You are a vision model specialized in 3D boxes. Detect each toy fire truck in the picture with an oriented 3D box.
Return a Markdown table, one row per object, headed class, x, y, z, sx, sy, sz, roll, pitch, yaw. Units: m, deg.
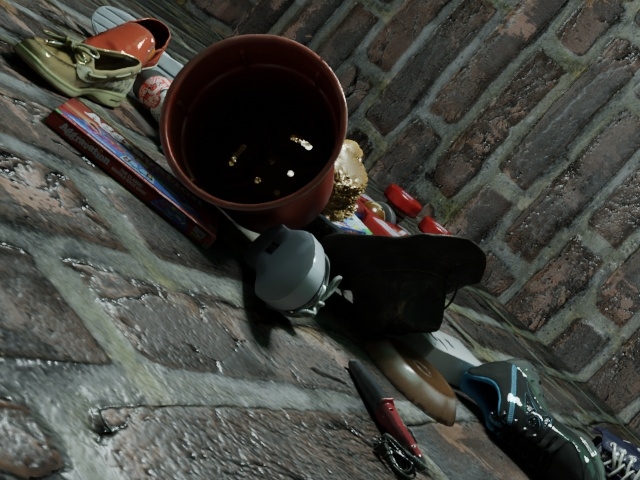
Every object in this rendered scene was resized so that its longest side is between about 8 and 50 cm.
| class | x | y | z | sx | sy | sz | roll | pitch | yaw |
| --- | --- | --- | --- | --- | --- | --- | --- | --- | --- |
| toy fire truck | 0.163 | -0.021 | 2.319 | 0.302 | 0.169 | 0.254 | 45 | 11 | 25 |

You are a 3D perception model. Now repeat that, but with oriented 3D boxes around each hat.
| class | x | y | z | sx | sy | sz | roll | pitch | yaw |
| --- | --- | --- | --- | --- | --- | --- | --- | --- | --- |
| hat | 0.124 | 0.095 | 1.647 | 0.331 | 0.331 | 0.134 | 30 | 57 | -50 |

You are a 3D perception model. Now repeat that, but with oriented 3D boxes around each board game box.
| class | x | y | z | sx | sy | sz | roll | pitch | yaw |
| --- | --- | --- | --- | --- | --- | --- | --- | --- | --- |
| board game box | 0.011 | -0.061 | 2.165 | 0.136 | 0.035 | 0.201 | 12 | 23 | -34 |
| board game box | -0.263 | -0.100 | 1.429 | 0.281 | 0.027 | 0.145 | 39 | 9 | -12 |

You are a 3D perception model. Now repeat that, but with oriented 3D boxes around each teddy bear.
| class | x | y | z | sx | sy | sz | roll | pitch | yaw |
| --- | --- | --- | --- | --- | --- | --- | --- | --- | --- |
| teddy bear | -0.071 | -0.128 | 1.802 | 0.338 | 0.113 | 0.245 | -15 | 80 | -44 |

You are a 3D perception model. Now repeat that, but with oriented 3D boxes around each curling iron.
| class | x | y | z | sx | sy | sz | roll | pitch | yaw |
| --- | --- | --- | --- | --- | --- | --- | --- | --- | --- |
| curling iron | 0.080 | 0.224 | 1.313 | 0.068 | 0.035 | 0.274 | 38 | 11 | -22 |

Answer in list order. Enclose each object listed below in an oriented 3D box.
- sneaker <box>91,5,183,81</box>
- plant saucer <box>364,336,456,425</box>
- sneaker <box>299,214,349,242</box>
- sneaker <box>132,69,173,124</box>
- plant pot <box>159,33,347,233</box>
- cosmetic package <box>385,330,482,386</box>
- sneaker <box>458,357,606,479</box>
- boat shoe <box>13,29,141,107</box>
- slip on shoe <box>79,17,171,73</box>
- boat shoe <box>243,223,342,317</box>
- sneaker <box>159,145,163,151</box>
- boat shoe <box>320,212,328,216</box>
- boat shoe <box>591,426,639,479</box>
| class | x | y | z | sx | sy | sz | roll | pitch | yaw |
| --- | --- | --- | --- | --- | --- | --- | --- | --- | --- |
| sneaker | -0.384 | -0.391 | 2.110 | 0.258 | 0.094 | 0.091 | 43 | -12 | -7 |
| plant saucer | 0.158 | 0.222 | 1.629 | 0.198 | 0.036 | 0.198 | 40 | 11 | -9 |
| sneaker | 0.000 | 0.000 | 1.893 | 0.118 | 0.083 | 0.222 | 29 | 5 | -35 |
| sneaker | -0.235 | -0.228 | 1.920 | 0.270 | 0.090 | 0.145 | 24 | 20 | -50 |
| plant pot | -0.088 | -0.137 | 1.539 | 0.272 | 0.272 | 0.265 | 44 | -8 | 14 |
| cosmetic package | 0.222 | 0.211 | 1.848 | 0.099 | 0.060 | 0.239 | 50 | 13 | 35 |
| sneaker | 0.368 | 0.350 | 1.750 | 0.140 | 0.125 | 0.341 | 2 | 34 | -31 |
| boat shoe | -0.384 | -0.287 | 1.581 | 0.104 | 0.089 | 0.285 | 44 | 10 | 10 |
| slip on shoe | -0.374 | -0.369 | 1.896 | 0.123 | 0.101 | 0.331 | 42 | 21 | -4 |
| boat shoe | -0.034 | 0.057 | 1.396 | 0.105 | 0.113 | 0.306 | 45 | -7 | -15 |
| sneaker | -0.243 | -0.205 | 1.739 | 0.076 | 0.065 | 0.166 | 24 | 44 | -27 |
| boat shoe | -0.060 | -0.130 | 2.052 | 0.091 | 0.109 | 0.305 | 21 | 7 | -38 |
| boat shoe | 0.667 | 0.513 | 2.142 | 0.158 | 0.127 | 0.340 | 34 | 2 | -3 |
